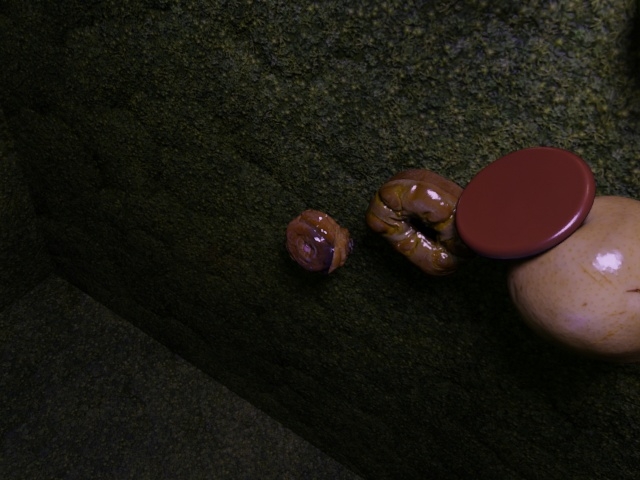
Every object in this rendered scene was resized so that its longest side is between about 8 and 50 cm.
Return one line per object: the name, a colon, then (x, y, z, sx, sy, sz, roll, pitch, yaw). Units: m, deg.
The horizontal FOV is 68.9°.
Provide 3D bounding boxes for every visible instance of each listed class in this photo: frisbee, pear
frisbee: (0.361, -0.074, 0.854, 0.251, 0.250, 0.021, -11, 140, 41)
pear: (0.509, 0.075, 0.846, 0.310, 0.309, 0.309, 20, 135, 20)

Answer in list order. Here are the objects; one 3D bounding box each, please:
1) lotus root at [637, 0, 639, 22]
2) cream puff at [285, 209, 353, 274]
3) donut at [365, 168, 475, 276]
lotus root: (0.493, -0.328, 0.608, 0.186, 0.186, 0.186, 20, 135, 20)
cream puff: (0.000, 0.000, 1.262, 0.189, 0.129, 0.188, 25, 134, 28)
donut: (0.241, -0.046, 1.048, 0.261, 0.128, 0.208, 40, 138, -2)
